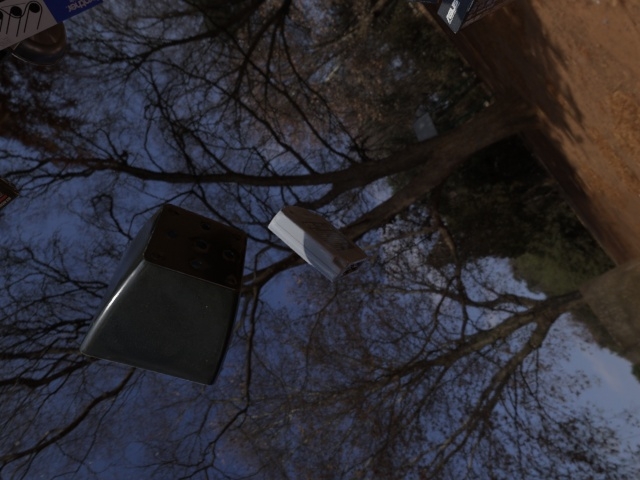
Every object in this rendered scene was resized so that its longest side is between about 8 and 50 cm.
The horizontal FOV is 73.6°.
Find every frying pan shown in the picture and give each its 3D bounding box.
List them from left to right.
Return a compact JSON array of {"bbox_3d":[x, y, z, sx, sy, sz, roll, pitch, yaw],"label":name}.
[{"bbox_3d":[-0.676,-0.460,0.914,0.197,0.053,0.326,63,-152,-28],"label":"frying pan"}]

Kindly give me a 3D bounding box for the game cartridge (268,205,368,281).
[{"bbox_3d":[0.000,0.000,0.950,0.196,0.060,0.294,44,-168,11],"label":"game cartridge"}]

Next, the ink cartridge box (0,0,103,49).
[{"bbox_3d":[-0.500,-0.424,0.740,0.046,0.207,0.097,46,163,24],"label":"ink cartridge box"}]

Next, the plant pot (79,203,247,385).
[{"bbox_3d":[-0.199,0.062,0.612,0.188,0.167,0.188,21,-147,-19],"label":"plant pot"}]

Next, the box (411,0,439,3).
[{"bbox_3d":[0.115,-0.482,0.739,0.180,0.078,0.147,20,-163,23],"label":"box"}]

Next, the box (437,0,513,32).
[{"bbox_3d":[0.515,-0.741,1.074,0.097,0.394,0.318,55,166,10],"label":"box"}]

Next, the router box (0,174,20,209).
[{"bbox_3d":[-0.412,-0.043,0.456,0.038,0.122,0.092,36,165,38],"label":"router box"}]
